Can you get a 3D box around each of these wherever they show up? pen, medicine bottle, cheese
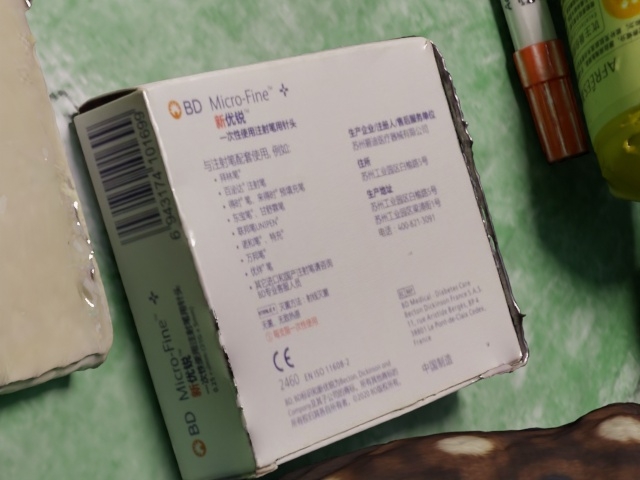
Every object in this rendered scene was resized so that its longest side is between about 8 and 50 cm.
[{"bbox_3d":[0.102,-0.157,1.008,0.028,0.028,0.239,-10,84,-49],"label":"pen"},{"bbox_3d":[0.185,-0.133,0.996,0.124,0.124,0.239,11,60,-46],"label":"medicine bottle"},{"bbox_3d":[0.000,0.000,0.820,0.201,0.052,0.171,-18,90,-49],"label":"medicine bottle"},{"bbox_3d":[-0.161,-0.137,0.705,0.085,0.034,0.400,-11,84,-49],"label":"cheese"}]

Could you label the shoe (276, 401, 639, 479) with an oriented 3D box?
[{"bbox_3d":[0.147,0.146,0.766,0.384,0.237,0.171,-4,82,-37],"label":"shoe"}]
